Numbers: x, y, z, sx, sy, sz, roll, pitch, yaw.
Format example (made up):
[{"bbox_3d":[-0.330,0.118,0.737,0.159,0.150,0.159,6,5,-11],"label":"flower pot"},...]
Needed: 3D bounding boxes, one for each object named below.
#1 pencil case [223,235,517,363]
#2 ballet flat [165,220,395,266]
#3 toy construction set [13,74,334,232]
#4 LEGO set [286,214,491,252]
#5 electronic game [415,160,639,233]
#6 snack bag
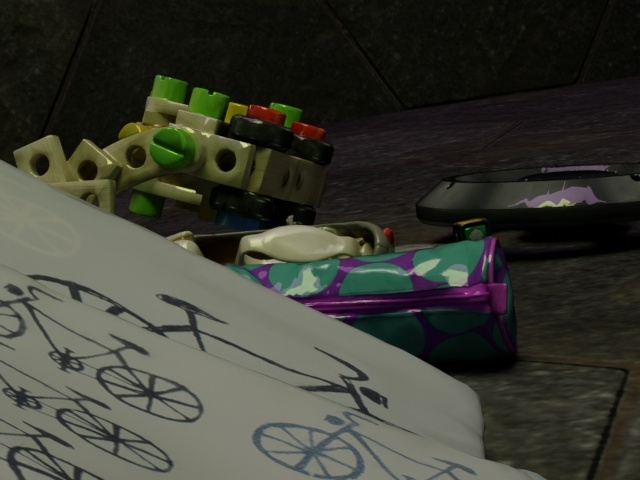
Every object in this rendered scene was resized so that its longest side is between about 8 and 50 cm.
[{"bbox_3d":[0.024,0.036,0.801,0.151,0.065,0.070,-7,-8,11],"label":"pencil case"},{"bbox_3d":[-0.057,0.017,0.946,0.213,0.072,0.068,-4,-30,9],"label":"ballet flat"},{"bbox_3d":[-0.112,-0.060,1.226,0.215,0.151,0.327,15,17,18],"label":"toy construction set"},{"bbox_3d":[0.000,0.000,1.098,0.182,0.060,0.244,-15,7,-39],"label":"LEGO set"},{"bbox_3d":[0.185,-0.029,1.162,0.229,0.048,0.229,-4,6,0],"label":"electronic game"},{"bbox_3d":[-0.075,0.026,0.484,0.323,0.037,0.342,25,10,1],"label":"snack bag"}]
